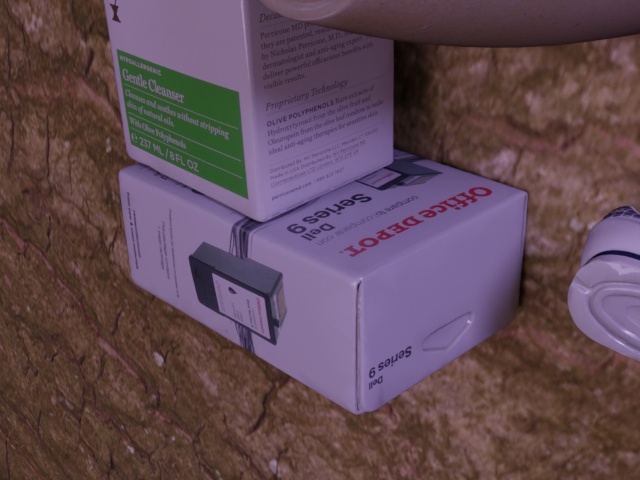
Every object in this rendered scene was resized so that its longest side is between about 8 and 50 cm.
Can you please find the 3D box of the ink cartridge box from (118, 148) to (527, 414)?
[{"bbox_3d":[0.000,0.000,0.763,0.289,0.211,0.121,23,126,39],"label":"ink cartridge box"}]

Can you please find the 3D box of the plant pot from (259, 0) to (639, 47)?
[{"bbox_3d":[0.080,-0.212,0.491,0.256,0.274,0.256,28,130,39],"label":"plant pot"}]

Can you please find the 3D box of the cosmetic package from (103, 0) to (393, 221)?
[{"bbox_3d":[-0.060,-0.227,0.669,0.197,0.155,0.365,25,130,42],"label":"cosmetic package"}]

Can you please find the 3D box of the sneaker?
[{"bbox_3d":[0.280,0.055,0.575,0.235,0.095,0.090,32,131,7],"label":"sneaker"}]
